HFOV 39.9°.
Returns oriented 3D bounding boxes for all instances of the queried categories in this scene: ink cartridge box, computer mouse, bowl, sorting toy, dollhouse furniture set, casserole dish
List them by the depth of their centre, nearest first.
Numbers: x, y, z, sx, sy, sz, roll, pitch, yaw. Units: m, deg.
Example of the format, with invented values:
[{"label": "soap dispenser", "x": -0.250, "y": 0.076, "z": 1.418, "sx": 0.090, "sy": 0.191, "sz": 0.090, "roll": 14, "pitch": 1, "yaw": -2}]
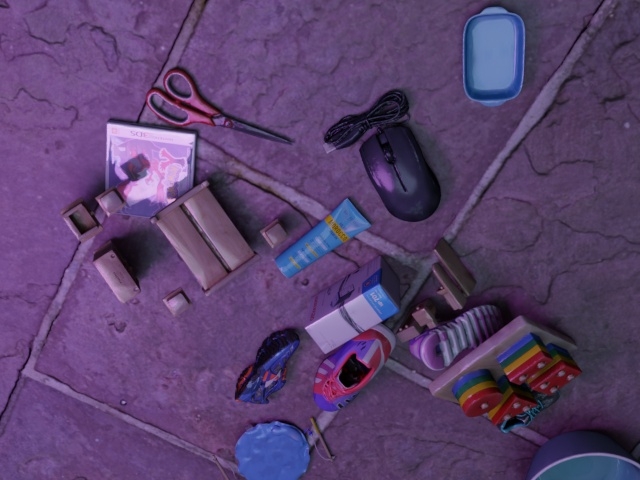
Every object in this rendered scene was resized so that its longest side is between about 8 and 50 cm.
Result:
[{"label": "casserole dish", "x": 0.324, "y": -0.348, "z": 1.661, "sx": 0.114, "sy": 0.037, "sz": 0.188, "roll": -2, "pitch": 116, "yaw": 5}, {"label": "computer mouse", "x": 0.144, "y": -0.140, "z": 1.753, "sx": 0.189, "sy": 0.072, "sz": 0.272, "roll": -29, "pitch": 110, "yaw": 15}, {"label": "dollhouse furniture set", "x": -0.302, "y": -0.035, "z": 1.829, "sx": 0.356, "sy": 0.174, "sz": 0.303, "roll": -35, "pitch": 102, "yaw": -9}, {"label": "dollhouse furniture set", "x": 0.213, "y": 0.104, "z": 1.841, "sx": 0.151, "sy": 0.144, "sz": 0.123, "roll": -31, "pitch": 101, "yaw": 36}, {"label": "ink cartridge box", "x": 0.070, "y": 0.134, "z": 1.851, "sx": 0.191, "sy": 0.139, "sz": 0.082, "roll": -31, "pitch": 108, "yaw": 17}, {"label": "sorting toy", "x": 0.403, "y": 0.292, "z": 1.859, "sx": 0.255, "sy": 0.089, "sz": 0.257, "roll": -42, "pitch": 142, "yaw": 20}, {"label": "bowl", "x": 0.596, "y": 0.557, "z": 2.004, "sx": 0.312, "sy": 0.163, "sz": 0.311, "roll": 1, "pitch": 116, "yaw": 3}]

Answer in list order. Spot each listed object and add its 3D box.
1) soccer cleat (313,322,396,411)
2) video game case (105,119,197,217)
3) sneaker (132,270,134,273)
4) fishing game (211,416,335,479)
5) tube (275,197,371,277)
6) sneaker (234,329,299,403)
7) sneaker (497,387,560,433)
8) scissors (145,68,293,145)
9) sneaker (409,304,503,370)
[{"label": "soccer cleat", "x": 0.051, "y": 0.294, "z": 1.902, "sx": 0.109, "sy": 0.116, "sz": 0.318, "roll": 38, "pitch": 134, "yaw": 3}, {"label": "video game case", "x": -0.351, "y": -0.140, "z": 1.815, "sx": 0.184, "sy": 0.023, "sz": 0.201, "roll": 8, "pitch": 116, "yaw": 1}, {"label": "sneaker", "x": -0.442, "y": 0.067, "z": 1.913, "sx": 0.083, "sy": 0.037, "sz": 0.032, "roll": 36, "pitch": 111, "yaw": -14}, {"label": "fishing game", "x": -0.116, "y": 0.505, "z": 2.100, "sx": 0.264, "sy": 0.041, "sz": 0.189, "roll": -26, "pitch": 112, "yaw": 6}, {"label": "tube", "x": 0.000, "y": 0.000, "z": 1.848, "sx": 0.207, "sy": 0.052, "sz": 0.080, "roll": -37, "pitch": 115, "yaw": 13}, {"label": "sneaker", "x": -0.107, "y": 0.286, "z": 1.981, "sx": 0.087, "sy": 0.083, "sz": 0.221, "roll": 25, "pitch": 121, "yaw": -23}, {"label": "sneaker", "x": 0.465, "y": 0.384, "z": 1.978, "sx": 0.167, "sy": 0.076, "sz": 0.065, "roll": -32, "pitch": 110, "yaw": 17}, {"label": "scissors", "x": -0.205, "y": -0.234, "z": 1.764, "sx": 0.297, "sy": 0.021, "sz": 0.109, "roll": 31, "pitch": 111, "yaw": -12}, {"label": "sneaker", "x": 0.282, "y": 0.197, "z": 1.868, "sx": 0.237, "sy": 0.105, "sz": 0.095, "roll": -19, "pitch": 99, "yaw": -29}]
